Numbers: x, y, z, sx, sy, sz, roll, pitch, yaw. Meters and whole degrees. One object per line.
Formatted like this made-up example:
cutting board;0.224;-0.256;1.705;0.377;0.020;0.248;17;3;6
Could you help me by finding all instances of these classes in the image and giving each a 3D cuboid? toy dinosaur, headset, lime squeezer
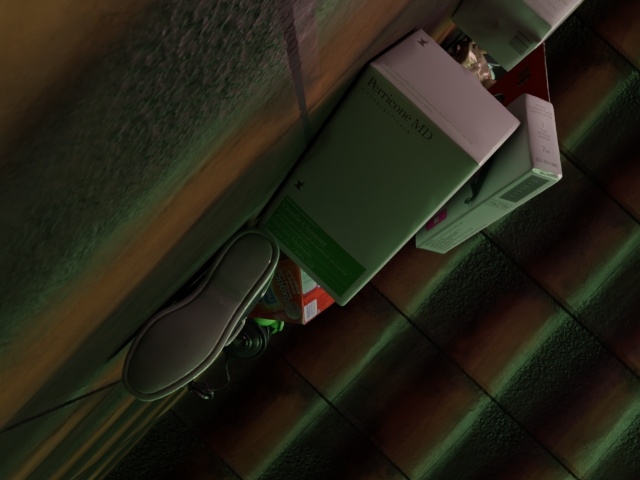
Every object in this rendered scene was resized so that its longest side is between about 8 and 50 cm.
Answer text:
toy dinosaur;0.229;-0.287;1.398;0.296;0.127;0.200;-25;-161;-37
headset;-0.206;0.202;1.872;0.394;0.185;0.243;-62;180;1
lime squeezer;-0.111;0.146;1.453;0.110;0.058;0.310;-28;158;15

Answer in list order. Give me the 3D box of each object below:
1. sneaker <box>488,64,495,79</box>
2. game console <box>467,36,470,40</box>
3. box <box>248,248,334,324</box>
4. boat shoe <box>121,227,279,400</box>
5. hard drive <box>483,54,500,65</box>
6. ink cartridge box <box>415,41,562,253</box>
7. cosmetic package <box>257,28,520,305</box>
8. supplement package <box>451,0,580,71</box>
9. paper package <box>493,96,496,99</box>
sneaker;0.379;-0.421;1.950;0.092;0.087;0.229;-40;171;14
game console;0.268;-0.345;1.748;0.213;0.044;0.361;-45;176;-5
box;-0.022;0.038;1.363;0.257;0.123;0.128;-32;122;-56
boat shoe;-0.167;0.115;1.148;0.302;0.114;0.091;-45;171;-13
hard drive;0.449;-0.500;1.749;0.172;0.054;0.254;-50;-174;44
ink cartridge box;0.238;-0.139;1.169;0.275;0.060;0.238;-40;-138;53
cosmetic package;0.085;-0.093;1.118;0.155;0.197;0.365;-42;173;-43
supplement package;0.346;-0.404;1.208;0.244;0.134;0.139;-45;177;-22
paper package;0.284;-0.211;1.898;0.310;0.168;0.325;-35;180;-8
